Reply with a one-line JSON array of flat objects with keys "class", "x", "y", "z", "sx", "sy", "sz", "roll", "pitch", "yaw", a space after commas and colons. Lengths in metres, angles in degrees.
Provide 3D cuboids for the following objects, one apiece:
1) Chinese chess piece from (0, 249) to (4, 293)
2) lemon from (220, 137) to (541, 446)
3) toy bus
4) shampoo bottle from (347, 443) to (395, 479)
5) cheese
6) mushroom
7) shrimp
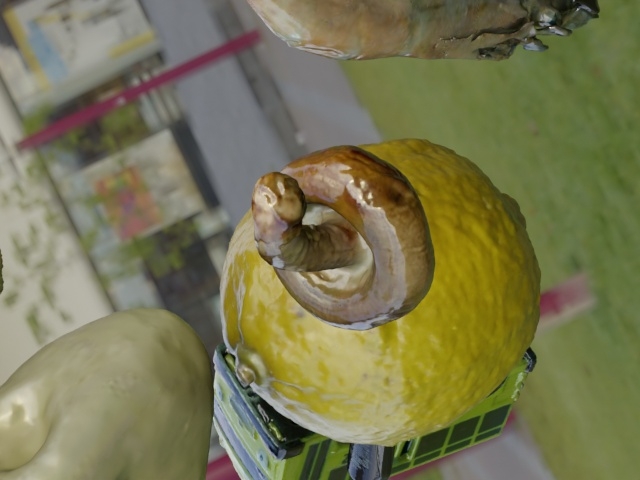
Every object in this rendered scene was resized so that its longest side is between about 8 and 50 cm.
[{"class": "Chinese chess piece", "x": -0.365, "y": -0.033, "z": 1.173, "sx": 0.338, "sy": 0.140, "sz": 0.338, "roll": 50, "pitch": -174, "yaw": -7}, {"class": "lemon", "x": 0.038, "y": 0.034, "z": 1.116, "sx": 0.192, "sy": 0.231, "sz": 0.192, "roll": 43, "pitch": 150, "yaw": 33}, {"class": "toy bus", "x": 0.038, "y": 0.133, "z": 1.501, "sx": 0.128, "sy": 0.262, "sz": 0.150, "roll": 55, "pitch": 147, "yaw": 32}, {"class": "shampoo bottle", "x": 0.040, "y": 0.150, "z": 1.316, "sx": 0.048, "sy": 0.027, "sz": 0.137, "roll": 40, "pitch": 127, "yaw": 52}, {"class": "cheese", "x": -0.140, "y": 0.251, "z": 1.070, "sx": 0.129, "sy": 0.351, "sz": 0.328, "roll": 9, "pitch": 141, "yaw": 41}, {"class": "mushroom", "x": 0.009, "y": -0.007, "z": 0.770, "sx": 0.088, "sy": 0.073, "sz": 0.129, "roll": 46, "pitch": 176, "yaw": 23}, {"class": "shrimp", "x": 0.044, "y": -0.154, "z": 0.813, "sx": 0.046, "sy": 0.219, "sz": 0.152, "roll": -13, "pitch": 76, "yaw": 53}]
